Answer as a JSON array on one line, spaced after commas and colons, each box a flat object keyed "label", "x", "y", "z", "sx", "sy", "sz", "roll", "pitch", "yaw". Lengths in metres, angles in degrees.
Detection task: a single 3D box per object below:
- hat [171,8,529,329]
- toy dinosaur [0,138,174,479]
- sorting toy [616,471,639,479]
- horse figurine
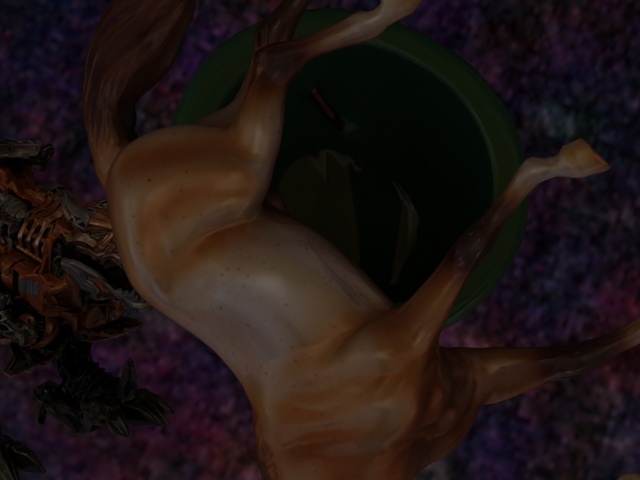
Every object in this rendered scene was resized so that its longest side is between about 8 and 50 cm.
[{"label": "hat", "x": 0.011, "y": -0.007, "z": 0.995, "sx": 0.208, "sy": 0.173, "sz": 0.183, "roll": 24, "pitch": 163, "yaw": -4}, {"label": "toy dinosaur", "x": -0.200, "y": 0.037, "z": 1.266, "sx": 0.322, "sy": 0.164, "sz": 0.218, "roll": -168, "pitch": 64, "yaw": -68}, {"label": "sorting toy", "x": 0.163, "y": 0.273, "z": 1.353, "sx": 0.038, "sy": 0.208, "sz": 0.193, "roll": 39, "pitch": 114, "yaw": -4}, {"label": "horse figurine", "x": 0.000, "y": 0.000, "z": 0.625, "sx": 0.263, "sy": 0.174, "sz": 0.066, "roll": 49, "pitch": -173, "yaw": 16}]
